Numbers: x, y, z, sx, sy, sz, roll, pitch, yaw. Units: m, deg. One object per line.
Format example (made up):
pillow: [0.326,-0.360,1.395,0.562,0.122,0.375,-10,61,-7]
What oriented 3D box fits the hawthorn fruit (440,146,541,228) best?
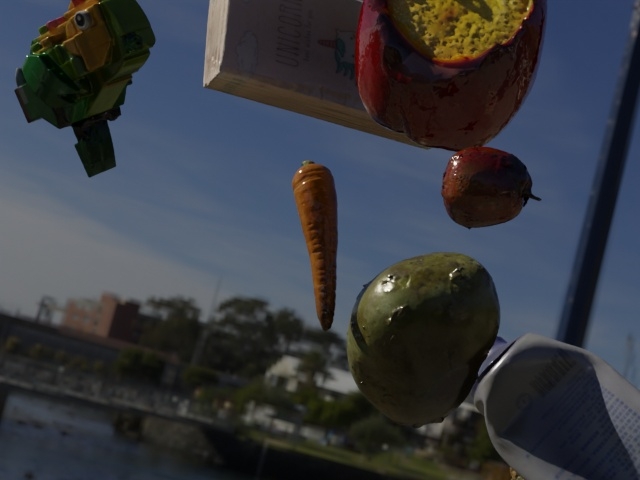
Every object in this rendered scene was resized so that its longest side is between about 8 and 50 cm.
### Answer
hawthorn fruit: [0.138,-0.046,1.081,0.077,0.077,0.077,15,-7,2]

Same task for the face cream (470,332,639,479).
face cream: [0.396,0.292,1.942,0.420,0.235,0.137,40,-7,28]

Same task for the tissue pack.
tissue pack: [0.016,-0.234,1.636,0.325,0.170,0.071,14,-23,-23]

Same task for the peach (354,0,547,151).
peach: [0.127,-0.205,1.236,0.196,0.226,0.190,2,21,-35]

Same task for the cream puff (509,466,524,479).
cream puff: [0.387,0.413,2.160,0.183,0.169,0.183,14,-51,18]

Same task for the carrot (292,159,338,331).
carrot: [0.000,0.000,1.782,0.061,0.257,0.061,-6,-23,-2]

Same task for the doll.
doll: [-0.234,-0.175,1.306,0.134,0.186,0.106,47,41,14]

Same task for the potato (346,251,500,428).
potato: [0.141,0.145,1.811,0.210,0.173,0.307,-15,-41,-20]
